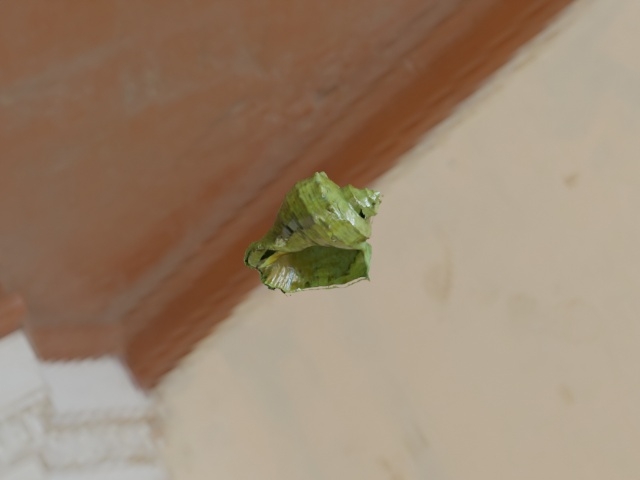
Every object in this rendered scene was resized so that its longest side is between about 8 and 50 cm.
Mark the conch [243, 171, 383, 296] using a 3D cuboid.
[{"bbox_3d":[0.000,0.000,1.346,0.121,0.089,0.074,-34,-176,24],"label":"conch"}]
